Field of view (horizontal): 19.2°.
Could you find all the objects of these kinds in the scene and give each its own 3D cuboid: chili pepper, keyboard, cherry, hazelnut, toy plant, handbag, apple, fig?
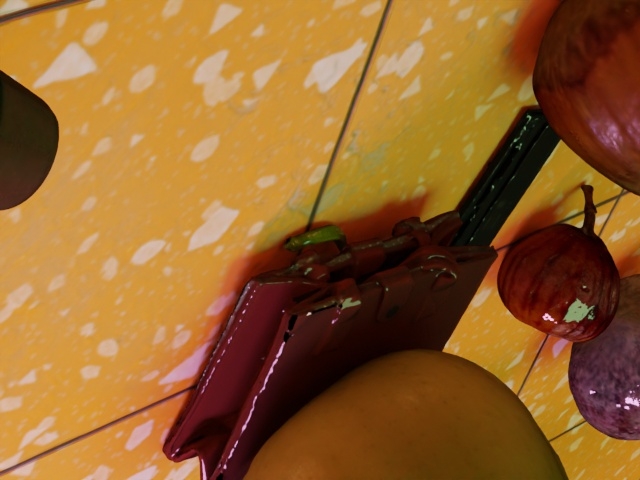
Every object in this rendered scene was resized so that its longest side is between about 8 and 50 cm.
[{"bbox_3d":[-0.001,-0.001,1.600,0.083,0.017,0.030,-6,144,-49],"label":"chili pepper"},{"bbox_3d":[0.154,-0.024,1.784,0.087,0.017,0.250,-6,135,-50],"label":"keyboard"},{"bbox_3d":[0.372,0.135,2.125,0.195,0.195,0.195,-33,152,-20],"label":"cherry"},{"bbox_3d":[0.273,-0.129,1.597,0.186,0.210,0.210,9,134,-10],"label":"hazelnut"},{"bbox_3d":[-0.246,-0.070,1.060,0.200,0.105,0.143,20,130,-43],"label":"toy plant"},{"bbox_3d":[0.005,0.104,1.679,0.260,0.084,0.275,-15,146,-41],"label":"handbag"},{"bbox_3d":[0.085,0.231,1.596,0.295,0.258,0.233,-23,150,-32],"label":"apple"},{"bbox_3d":[0.249,0.037,1.899,0.150,0.128,0.128,-39,154,-22],"label":"fig"}]
